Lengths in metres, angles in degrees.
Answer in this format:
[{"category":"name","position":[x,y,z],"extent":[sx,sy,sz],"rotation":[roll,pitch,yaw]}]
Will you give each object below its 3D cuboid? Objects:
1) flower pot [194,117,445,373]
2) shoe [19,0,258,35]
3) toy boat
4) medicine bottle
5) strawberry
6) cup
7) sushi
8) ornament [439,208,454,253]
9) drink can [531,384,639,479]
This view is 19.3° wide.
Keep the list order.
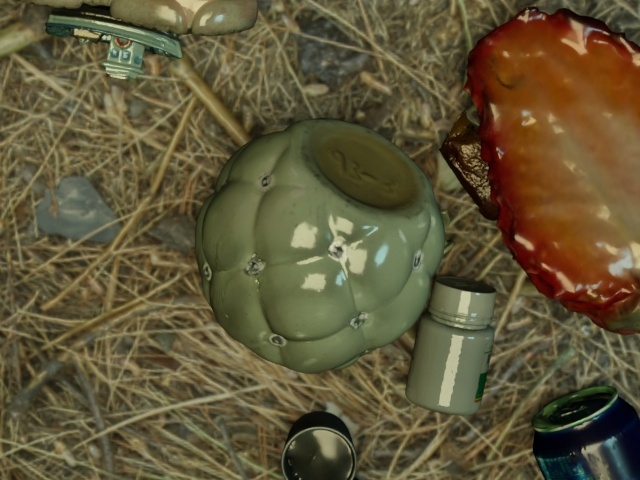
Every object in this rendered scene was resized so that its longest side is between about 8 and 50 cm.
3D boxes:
[{"category":"flower pot","position":[0.000,0.000,1.823],"extent":[0.246,0.246,0.195],"rotation":[29,123,-5]},{"category":"shoe","position":[-0.216,-0.319,1.795],"extent":[0.350,0.172,0.198],"rotation":[13,100,-1]},{"category":"toy boat","position":[-0.207,-0.196,1.876],"extent":[0.140,0.059,0.066],"rotation":[9,88,-3]},{"category":"medicine bottle","position":[0.136,0.107,1.924],"extent":[0.080,0.080,0.130],"rotation":[11,101,-2]},{"category":"strawberry","position":[0.269,-0.068,1.857],"extent":[0.265,0.149,0.336],"rotation":[-35,84,-12]},{"category":"cup","position":[0.007,0.227,1.950],"extent":[0.100,0.077,0.078],"rotation":[43,98,-7]},{"category":"sushi","position":[0.163,-0.074,1.902],"extent":[0.055,0.052,0.120],"rotation":[-35,98,1]},{"category":"ornament","position":[0.101,-0.024,1.919],"extent":[0.068,0.041,0.092],"rotation":[2,114,23]},{"category":"drink can","position":[0.298,0.258,1.934],"extent":[0.118,0.118,0.205],"rotation":[-22,101,5]}]
